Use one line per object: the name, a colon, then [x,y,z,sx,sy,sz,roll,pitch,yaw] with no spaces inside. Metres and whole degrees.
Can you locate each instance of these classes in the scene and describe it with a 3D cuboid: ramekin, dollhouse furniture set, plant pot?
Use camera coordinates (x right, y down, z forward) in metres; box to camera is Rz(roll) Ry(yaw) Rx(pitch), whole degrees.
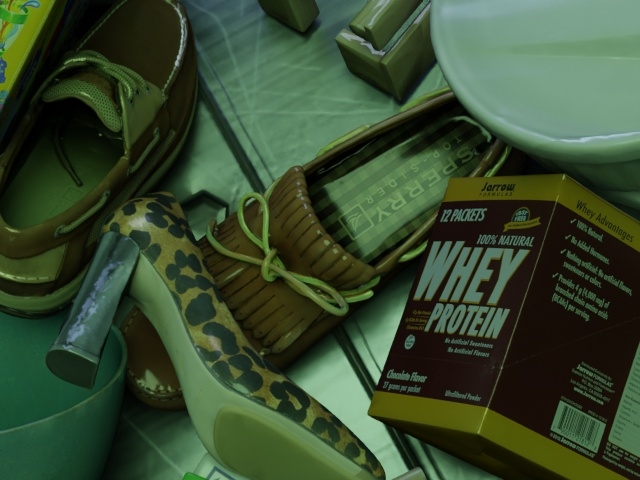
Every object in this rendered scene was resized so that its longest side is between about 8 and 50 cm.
ramekin: [0.223,-0.159,1.136,0.273,0.127,0.273,-10,63,20]
dollhouse furniture set: [0.032,-0.232,1.328,0.151,0.144,0.123,32,75,28]
plant pot: [-0.292,0.174,1.194,0.290,0.290,0.195,5,109,8]

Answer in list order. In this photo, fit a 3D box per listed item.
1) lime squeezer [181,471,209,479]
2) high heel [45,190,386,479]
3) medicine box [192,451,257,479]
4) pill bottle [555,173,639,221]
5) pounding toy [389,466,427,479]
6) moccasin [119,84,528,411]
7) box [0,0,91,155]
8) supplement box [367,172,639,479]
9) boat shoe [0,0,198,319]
lime squeezer: [-0.189,0.292,1.098,0.110,0.059,0.310,24,73,-4]
high heel: [-0.052,0.068,1.154,0.261,0.093,0.186,27,47,-7]
medicine box: [-0.044,0.350,1.160,0.263,0.149,0.289,32,81,13]
pill bottle: [0.306,-0.125,1.249,0.152,0.152,0.272,26,78,12]
pounding toy: [0.027,0.279,1.037,0.183,0.110,0.237,-20,74,0]
moccasin: [0.002,0.003,1.250,0.380,0.147,0.139,-29,76,-2]
box: [-0.272,-0.230,1.258,0.177,0.279,0.290,26,79,-7]
supplement box: [0.171,0.078,1.172,0.191,0.129,0.194,28,75,-31]
boat shoe: [-0.179,-0.088,1.268,0.122,0.120,0.324,19,55,2]
